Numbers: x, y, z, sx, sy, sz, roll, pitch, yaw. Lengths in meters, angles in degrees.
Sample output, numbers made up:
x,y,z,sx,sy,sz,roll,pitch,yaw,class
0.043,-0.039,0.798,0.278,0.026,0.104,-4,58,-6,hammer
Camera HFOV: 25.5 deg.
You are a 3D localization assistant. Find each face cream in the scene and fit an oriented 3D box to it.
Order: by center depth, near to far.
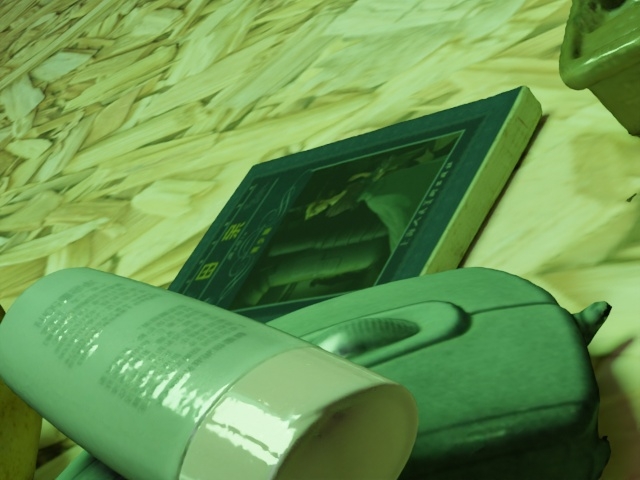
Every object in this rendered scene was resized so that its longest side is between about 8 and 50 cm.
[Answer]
x,y,z,sx,sy,sz,roll,pitch,yaw,class
-0.054,0.061,0.561,0.084,0.057,0.198,-40,36,-25,face cream

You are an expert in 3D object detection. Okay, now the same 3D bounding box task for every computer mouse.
x,y,z,sx,sy,sz,roll,pitch,yaw,class
-0.033,0.122,0.626,0.371,0.122,0.188,-37,24,2,computer mouse

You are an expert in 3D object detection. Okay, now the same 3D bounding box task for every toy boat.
x,y,z,sx,sy,sz,roll,pitch,yaw,class
0.201,-0.141,0.783,0.116,0.061,0.188,-25,28,36,toy boat

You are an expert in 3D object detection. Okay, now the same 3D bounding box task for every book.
x,y,z,sx,sy,sz,roll,pitch,yaw,class
0.000,0.000,0.891,0.269,0.025,0.191,-11,38,49,book

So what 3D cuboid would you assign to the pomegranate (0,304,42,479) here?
x,y,z,sx,sy,sz,roll,pitch,yaw,class
-0.298,0.122,0.876,0.264,0.264,0.264,-34,25,18,pomegranate
